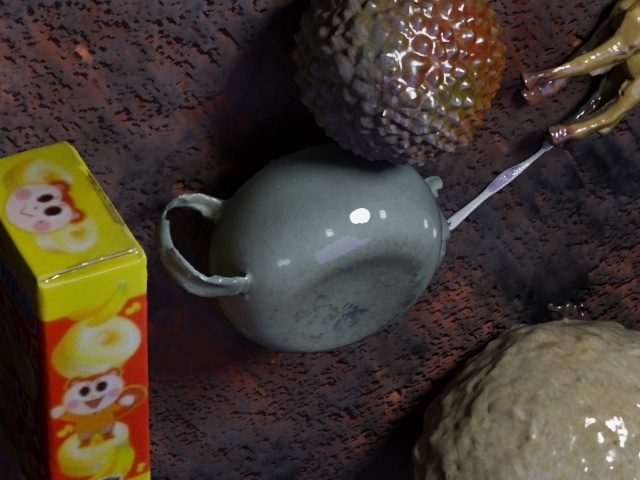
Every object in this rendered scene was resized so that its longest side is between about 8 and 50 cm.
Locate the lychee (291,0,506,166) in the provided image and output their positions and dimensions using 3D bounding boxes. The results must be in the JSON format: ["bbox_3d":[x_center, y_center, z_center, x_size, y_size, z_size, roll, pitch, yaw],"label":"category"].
[{"bbox_3d":[0.059,-0.139,1.487,0.165,0.197,0.165,2,120,4],"label":"lychee"}]

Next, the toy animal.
[{"bbox_3d":[0.262,-0.190,1.645,0.149,0.054,0.275,18,119,-40],"label":"toy animal"}]

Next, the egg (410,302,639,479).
[{"bbox_3d":[0.234,0.206,1.846,0.310,0.279,0.279,-15,137,-2],"label":"egg"}]

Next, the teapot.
[{"bbox_3d":[0.000,0.000,1.576,0.294,0.129,0.193,-2,141,-33],"label":"teapot"}]

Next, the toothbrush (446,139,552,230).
[{"bbox_3d":[0.160,-0.051,1.737,0.131,0.011,0.013,-40,152,4],"label":"toothbrush"}]

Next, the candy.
[{"bbox_3d":[-0.197,0.077,1.509,0.088,0.146,0.276,-16,137,-21],"label":"candy"}]
